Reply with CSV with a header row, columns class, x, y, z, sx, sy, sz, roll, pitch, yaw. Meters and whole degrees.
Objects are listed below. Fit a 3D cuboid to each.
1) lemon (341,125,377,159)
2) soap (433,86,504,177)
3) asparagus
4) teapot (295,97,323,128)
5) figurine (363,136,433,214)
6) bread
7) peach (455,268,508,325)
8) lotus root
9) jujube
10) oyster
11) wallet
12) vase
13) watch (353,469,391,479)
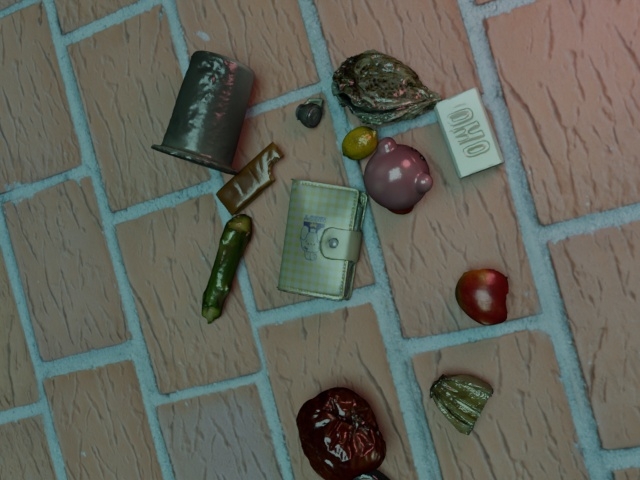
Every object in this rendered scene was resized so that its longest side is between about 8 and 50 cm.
class,x,y,z,sx,sy,sz,roll,pitch,yaw
lemon,0.106,-0.256,1.626,0.110,0.082,0.082,-32,84,24
soap,0.370,-0.266,1.550,0.119,0.066,0.198,-20,87,16
asparagus,-0.276,0.088,1.771,0.082,0.085,0.343,20,98,-9
teapot,-0.030,-0.350,1.679,0.057,0.066,0.088,26,79,31
figurine,0.193,-0.162,1.560,0.173,0.173,0.173,1,94,17
bread,-0.186,-0.171,1.741,0.226,0.049,0.088,-38,82,15
peach,0.402,0.145,1.549,0.151,0.151,0.118,12,53,16
lotus root,0.357,0.398,1.595,0.144,0.070,0.143,34,109,9
jujube,0.053,0.507,1.628,0.213,0.213,0.232,-34,67,17
oyster,0.158,-0.379,1.599,0.267,0.112,0.198,41,83,19
wallet,0.000,0.000,1.685,0.223,0.077,0.310,11,96,20
vase,-0.303,-0.346,1.676,0.244,0.245,0.291,18,94,16
watch,0.122,0.713,1.692,0.206,0.068,0.193,-42,84,19
